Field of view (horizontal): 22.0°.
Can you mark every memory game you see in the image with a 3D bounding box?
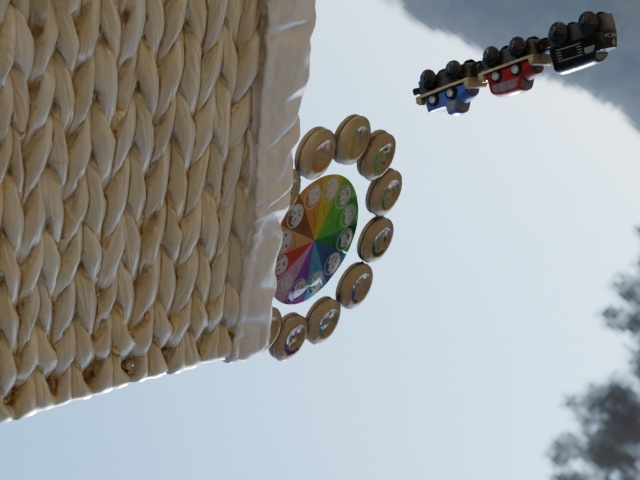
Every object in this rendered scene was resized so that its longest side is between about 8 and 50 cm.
[{"bbox_3d":[0.000,0.000,1.143,0.012,0.186,0.186,27,-173,31],"label":"memory game"}]

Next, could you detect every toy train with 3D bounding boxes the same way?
[{"bbox_3d":[0.125,-0.112,1.077,0.027,0.158,0.036,-9,-95,-50],"label":"toy train"}]

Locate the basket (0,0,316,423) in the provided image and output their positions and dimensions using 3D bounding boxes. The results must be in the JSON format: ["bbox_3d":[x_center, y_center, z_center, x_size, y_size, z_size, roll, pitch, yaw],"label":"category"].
[{"bbox_3d":[-0.206,-0.107,0.960,0.266,0.331,0.328,-17,-142,-39],"label":"basket"}]
